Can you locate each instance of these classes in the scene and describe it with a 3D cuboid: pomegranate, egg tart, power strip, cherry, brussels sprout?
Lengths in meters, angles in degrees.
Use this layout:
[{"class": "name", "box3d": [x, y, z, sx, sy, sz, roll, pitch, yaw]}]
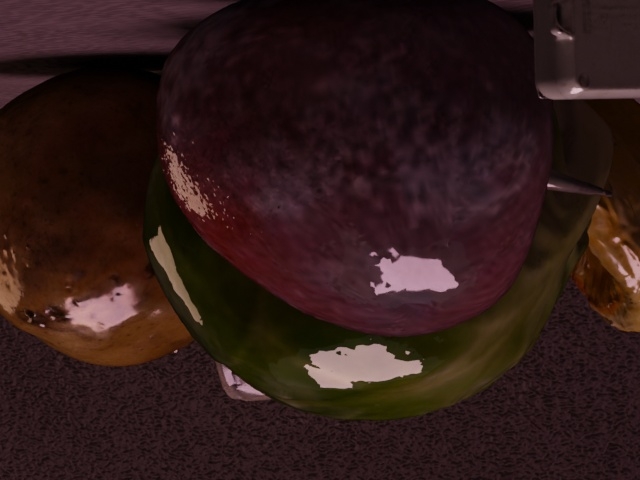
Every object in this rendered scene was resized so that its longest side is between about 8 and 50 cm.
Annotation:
[{"class": "pomegranate", "box3d": [-0.192, -0.030, 1.626, 0.281, 0.281, 0.281, -2, -179, 0]}, {"class": "egg tart", "box3d": [0.247, -0.062, 1.643, 0.128, 0.319, 0.319, -36, -177, -2]}, {"class": "power strip", "box3d": [0.191, -0.117, 0.966, 0.192, 0.081, 0.035, -4, -177, -32]}, {"class": "cherry", "box3d": [0.040, -0.048, 1.080, 0.285, 0.213, 0.236, 12, 137, -7]}, {"class": "brussels sprout", "box3d": [0.053, -0.020, 1.351, 0.354, 0.289, 0.281, -36, 161, -15]}]

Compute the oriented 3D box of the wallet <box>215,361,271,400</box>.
[{"class": "wallet", "box3d": [0.003, 0.001, 1.605, 0.068, 0.335, 0.275, 30, -136, 29]}]
